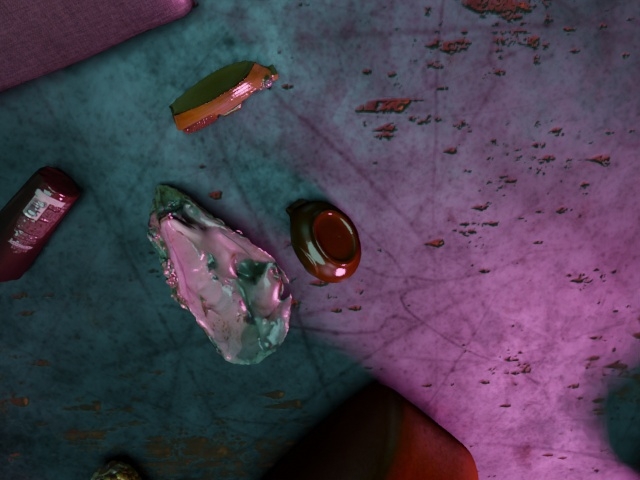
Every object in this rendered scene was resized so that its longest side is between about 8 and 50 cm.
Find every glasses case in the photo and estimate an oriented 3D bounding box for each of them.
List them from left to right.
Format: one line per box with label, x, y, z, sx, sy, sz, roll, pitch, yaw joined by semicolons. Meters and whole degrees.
glasses case;-0.313;-0.267;0.559;0.323;0.074;0.131;-20;145;5

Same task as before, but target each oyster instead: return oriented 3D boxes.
oyster;-0.145;0.061;0.695;0.252;0.087;0.199;23;97;-17

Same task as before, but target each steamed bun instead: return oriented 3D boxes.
steamed bun;0.053;0.426;0.741;0.235;0.248;0.379;42;101;-15

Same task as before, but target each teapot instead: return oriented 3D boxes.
teapot;0.000;0.000;0.693;0.098;0.078;0.129;-39;98;-32

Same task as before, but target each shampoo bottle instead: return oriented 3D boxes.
shampoo bottle;-0.422;0.005;0.679;0.068;0.067;0.236;44;102;-5

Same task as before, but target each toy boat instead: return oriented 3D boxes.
toy boat;-0.124;-0.187;0.638;0.149;0.049;0.047;-29;65;3

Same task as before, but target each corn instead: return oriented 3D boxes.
corn;-0.305;0.477;0.831;0.081;0.081;0.249;-19;108;4
